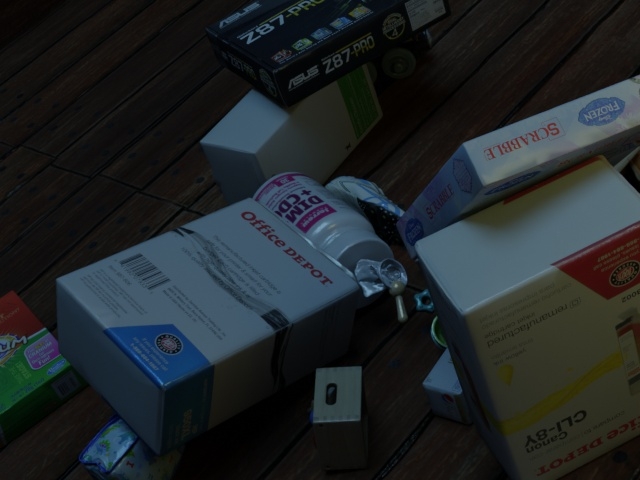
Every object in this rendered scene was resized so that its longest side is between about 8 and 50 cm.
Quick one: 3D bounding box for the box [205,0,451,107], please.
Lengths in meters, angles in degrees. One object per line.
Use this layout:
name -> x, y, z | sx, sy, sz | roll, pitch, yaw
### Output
box -> 0.012, -0.434, 2.355 | 0.395, 0.097, 0.318 | -31, 35, -14

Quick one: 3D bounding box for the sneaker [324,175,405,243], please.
sneaker -> 0.101, -0.066, 2.187 | 0.086, 0.085, 0.237 | -33, 40, -25

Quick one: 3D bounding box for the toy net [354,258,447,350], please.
toy net -> 0.162, 0.084, 1.920 | 0.232, 0.045, 0.122 | 36, 68, 16

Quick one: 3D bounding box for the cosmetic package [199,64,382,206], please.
cosmetic package -> -0.052, -0.222, 2.365 | 0.155, 0.197, 0.365 | 12, 50, 36

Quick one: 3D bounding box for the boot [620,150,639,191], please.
boot -> 0.609, -0.117, 1.969 | 0.220, 0.109, 0.283 | -38, 28, -17

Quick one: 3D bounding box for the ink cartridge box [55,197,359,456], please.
ink cartridge box -> -0.177, 0.123, 1.887 | 0.395, 0.166, 0.285 | -25, 50, -35

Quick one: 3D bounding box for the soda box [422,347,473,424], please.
soda box -> 0.244, 0.175, 1.818 | 0.069, 0.074, 0.216 | 12, 49, 37

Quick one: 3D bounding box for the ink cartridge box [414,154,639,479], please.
ink cartridge box -> 0.321, 0.122, 1.587 | 0.279, 0.385, 0.160 | -26, 40, -4

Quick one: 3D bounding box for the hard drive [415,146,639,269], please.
hard drive -> 0.348, -0.058, 2.004 | 0.353, 0.047, 0.233 | -45, 26, -19

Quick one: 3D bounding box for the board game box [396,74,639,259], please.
board game box -> 0.290, -0.099, 1.613 | 0.318, 0.318, 0.066 | -22, 78, -18

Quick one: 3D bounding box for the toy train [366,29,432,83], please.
toy train -> 0.068, -0.433, 2.565 | 0.333, 0.190, 0.142 | -12, 39, 15

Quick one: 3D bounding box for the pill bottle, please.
pill bottle -> 0.000, 0.000, 2.091 | 0.160, 0.160, 0.283 | -34, 38, -14

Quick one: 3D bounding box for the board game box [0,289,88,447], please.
board game box -> -0.600, 0.244, 2.190 | 0.242, 0.064, 0.316 | -36, 39, -17

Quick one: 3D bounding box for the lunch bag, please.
lunch bag -> -0.285, 0.335, 1.858 | 0.096, 0.129, 0.151 | 14, 51, 39

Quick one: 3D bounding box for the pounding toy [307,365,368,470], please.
pounding toy -> 0.019, 0.265, 1.797 | 0.100, 0.130, 0.141 | -4, 40, 6
